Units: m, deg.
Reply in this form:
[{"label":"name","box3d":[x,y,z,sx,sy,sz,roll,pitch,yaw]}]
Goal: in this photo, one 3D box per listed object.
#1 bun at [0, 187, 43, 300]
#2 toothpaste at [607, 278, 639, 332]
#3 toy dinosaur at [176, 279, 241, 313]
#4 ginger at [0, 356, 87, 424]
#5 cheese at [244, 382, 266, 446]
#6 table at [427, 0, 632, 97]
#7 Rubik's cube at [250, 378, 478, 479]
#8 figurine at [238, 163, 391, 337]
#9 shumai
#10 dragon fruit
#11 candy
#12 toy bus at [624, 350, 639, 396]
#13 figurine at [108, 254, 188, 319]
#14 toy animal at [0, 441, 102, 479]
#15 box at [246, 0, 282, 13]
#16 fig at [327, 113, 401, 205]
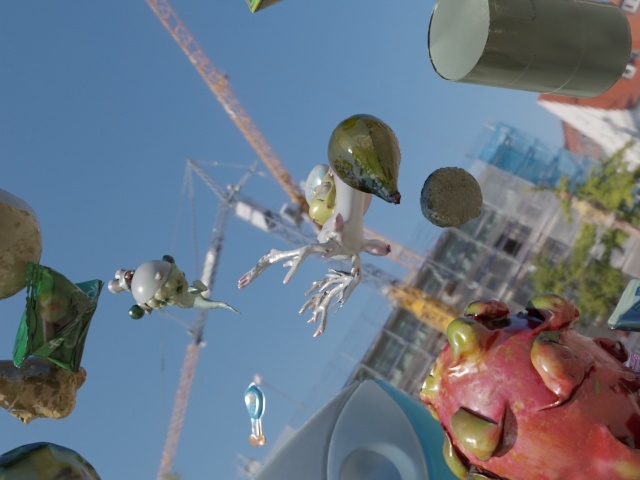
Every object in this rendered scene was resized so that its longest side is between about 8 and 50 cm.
[{"label":"bun","box3d":[-0.459,0.016,1.077,0.167,0.113,0.173,18,-78,-23]},{"label":"toothpaste","box3d":[0.463,0.089,0.941,0.047,0.268,0.069,8,-91,-35]},{"label":"toy dinosaur","box3d":[-0.279,0.122,1.720,0.167,0.242,0.053,100,-174,-71]},{"label":"ginger","box3d":[-0.527,0.244,1.302,0.295,0.131,0.086,-4,-34,-26]},{"label":"cheese","box3d":[-0.113,0.303,1.413,0.017,0.047,0.111,0,-95,-49]},{"label":"table","box3d":[0.257,-0.247,1.001,0.220,0.126,0.126,0,-57,-27]},{"label":"Rubik's cube","box3d":[0.095,0.505,1.425,0.352,0.352,0.347,-34,-37,-31]},{"label":"figurine","box3d":[0.013,0.006,1.613,0.284,0.206,0.315,-40,20,27]},{"label":"shumai","box3d":[0.196,-0.060,1.320,0.124,0.098,0.087,-22,-9,-37]},{"label":"dragon fruit","box3d":[0.268,0.185,0.880,0.227,0.308,0.243,103,161,-46]},{"label":"candy","box3d":[-0.371,0.108,1.142,0.141,0.078,0.203,-64,-14,-7]},{"label":"toy bus","box3d":[0.606,0.271,1.547,0.178,0.098,0.086,54,-129,-70]},{"label":"figurine","box3d":[-0.336,0.089,1.587,0.093,0.197,0.147,41,-118,-27]},{"label":"toy animal","box3d":[-0.338,0.428,1.050,0.216,0.338,0.191,-22,-20,-47]},{"label":"box","box3d":[-0.055,-0.496,1.462,0.141,0.064,0.220,-26,4,-15]},{"label":"fig","box3d":[0.098,-0.132,1.396,0.127,0.185,0.133,-27,-29,-44]}]
